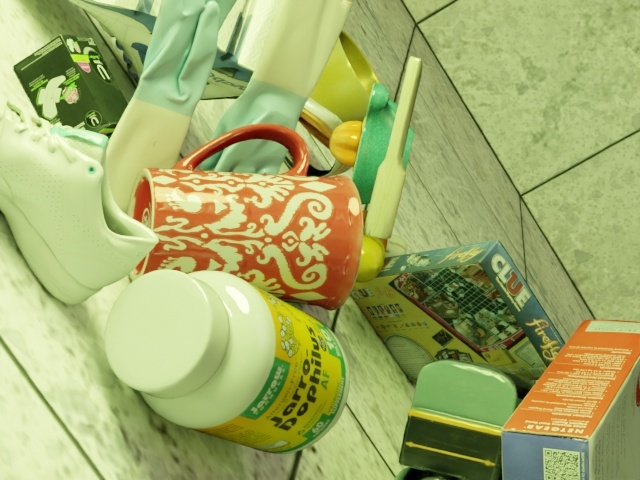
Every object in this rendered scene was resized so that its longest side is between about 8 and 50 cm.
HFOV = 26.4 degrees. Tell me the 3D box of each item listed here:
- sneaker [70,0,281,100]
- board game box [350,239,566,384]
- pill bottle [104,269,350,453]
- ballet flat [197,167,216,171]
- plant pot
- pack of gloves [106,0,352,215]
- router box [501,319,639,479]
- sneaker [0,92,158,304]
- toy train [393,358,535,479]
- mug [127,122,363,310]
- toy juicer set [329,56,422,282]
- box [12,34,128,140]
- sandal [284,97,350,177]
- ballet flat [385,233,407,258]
[{"bbox_3d":[-0.164,-0.210,1.259,0.315,0.182,0.127,28,66,-14],"label":"sneaker"},{"bbox_3d":[0.151,0.087,1.549,0.042,0.243,0.165,-45,110,-31],"label":"board game box"},{"bbox_3d":[-0.069,0.089,1.024,0.208,0.117,0.117,34,30,-59],"label":"pill bottle"},{"bbox_3d":[-0.069,0.049,1.230,0.084,0.058,0.250,126,-54,-68],"label":"ballet flat"},{"bbox_3d":[0.021,-0.210,1.885,0.134,0.095,0.134,53,18,-25],"label":"plant pot"},{"bbox_3d":[-0.092,-0.126,1.144,0.195,0.232,0.046,14,13,-48],"label":"pack of gloves"},{"bbox_3d":[0.263,0.284,1.333,0.301,0.082,0.335,-34,123,-60],"label":"router box"},{"bbox_3d":[-0.194,-0.059,0.937,0.212,0.094,0.080,53,18,-24],"label":"sneaker"},{"bbox_3d":[0.166,0.222,1.369,0.334,0.142,0.190,23,80,-66],"label":"toy train"},{"bbox_3d":[-0.069,-0.015,1.110,0.169,0.113,0.150,4,37,-21],"label":"mug"},{"bbox_3d":[0.045,-0.064,1.486,0.329,0.089,0.209,93,11,-81],"label":"toy juicer set"},{"bbox_3d":[-0.198,-0.118,1.109,0.083,0.052,0.062,62,17,2],"label":"box"},{"bbox_3d":[-0.018,-0.121,1.637,0.102,0.076,0.265,37,0,11],"label":"sandal"},{"bbox_3d":[0.089,0.041,1.686,0.241,0.077,0.091,54,17,-20],"label":"ballet flat"}]
